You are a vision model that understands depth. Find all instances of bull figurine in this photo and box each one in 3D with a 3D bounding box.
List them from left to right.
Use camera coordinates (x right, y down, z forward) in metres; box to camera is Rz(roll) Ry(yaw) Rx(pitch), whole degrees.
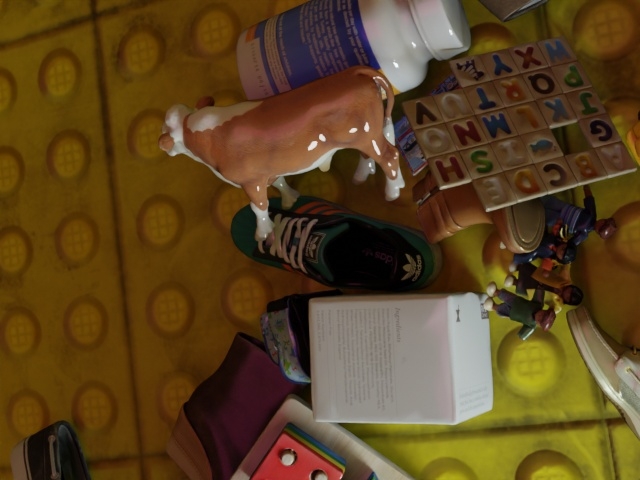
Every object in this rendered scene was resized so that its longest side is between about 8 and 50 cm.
[{"bbox_3d":[-0.047,-0.112,1.255,0.310,0.101,0.188,-14,125,22],"label":"bull figurine"}]

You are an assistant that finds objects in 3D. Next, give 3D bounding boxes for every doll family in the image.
[{"bbox_3d":[0.275,0.025,1.217,0.111,0.076,0.193,21,102,44],"label":"doll family"}]

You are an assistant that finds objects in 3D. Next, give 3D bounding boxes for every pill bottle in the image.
[{"bbox_3d":[0.043,-0.244,1.295,0.272,0.152,0.152,-18,80,24],"label":"pill bottle"}]

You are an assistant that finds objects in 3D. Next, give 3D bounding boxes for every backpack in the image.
[{"bbox_3d":[-0.019,0.129,1.339,0.084,0.105,0.114,-21,79,46],"label":"backpack"}]

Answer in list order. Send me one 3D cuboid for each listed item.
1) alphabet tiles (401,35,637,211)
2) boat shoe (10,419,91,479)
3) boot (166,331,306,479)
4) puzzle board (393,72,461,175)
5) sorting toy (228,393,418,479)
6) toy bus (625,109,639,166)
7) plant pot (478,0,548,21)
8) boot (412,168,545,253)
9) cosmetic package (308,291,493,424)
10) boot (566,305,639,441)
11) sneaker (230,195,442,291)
[{"bbox_3d":[0.222,-0.137,1.189,0.237,0.009,0.198,-15,67,-16],"label":"alphabet tiles"},{"bbox_3d":[-0.351,0.408,1.478,0.105,0.113,0.306,-32,60,14],"label":"boat shoe"},{"bbox_3d":[-0.077,0.270,1.365,0.248,0.090,0.207,39,101,19],"label":"boot"},{"bbox_3d":[0.148,-0.153,1.295,0.128,0.011,0.096,-41,43,18],"label":"puzzle board"},{"bbox_3d":[-0.008,0.372,1.269,0.255,0.089,0.257,35,96,1],"label":"sorting toy"},{"bbox_3d":[0.431,-0.131,1.079,0.220,0.211,0.149,-36,75,21],"label":"toy bus"},{"bbox_3d":[0.210,-0.386,1.212,0.215,0.215,0.230,-28,90,21],"label":"plant pot"},{"bbox_3d":[0.184,-0.035,1.236,0.152,0.073,0.197,-38,40,34],"label":"boot"},{"bbox_3d":[0.100,0.140,1.253,0.183,0.151,0.151,-3,87,26],"label":"cosmetic package"},{"bbox_3d":[0.393,0.130,1.149,0.165,0.077,0.213,-37,87,19],"label":"boot"},{"bbox_3d":[0.000,0.000,1.322,0.302,0.121,0.108,10,93,26],"label":"sneaker"}]
